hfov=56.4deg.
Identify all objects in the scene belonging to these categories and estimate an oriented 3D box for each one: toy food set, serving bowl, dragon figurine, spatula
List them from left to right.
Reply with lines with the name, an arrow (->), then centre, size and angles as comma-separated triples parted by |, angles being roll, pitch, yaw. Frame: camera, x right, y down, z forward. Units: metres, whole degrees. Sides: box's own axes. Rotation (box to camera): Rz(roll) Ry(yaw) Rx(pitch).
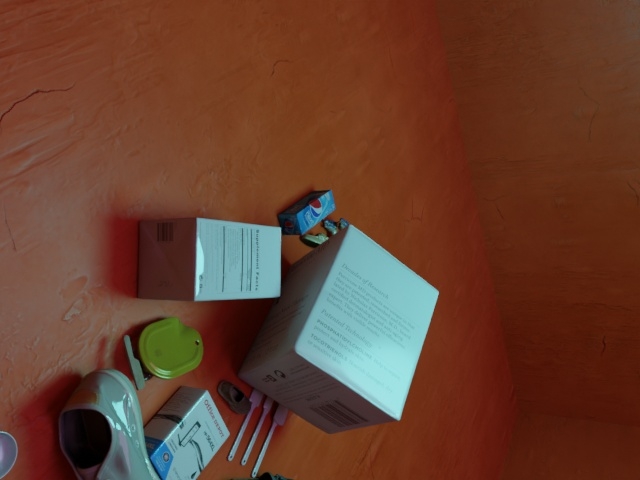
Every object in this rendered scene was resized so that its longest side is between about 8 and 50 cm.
serving bowl -> -0.557, 0.362, 1.003 | 0.083, 0.027, 0.083 | 2, 88, -57
toy food set -> -0.356, 0.247, 1.298 | 0.218, 0.071, 0.128 | -12, 75, -59
spatula -> -0.163, 0.508, 1.625 | 0.168, 0.019, 0.242 | 57, 44, -41
dragon figurine -> 0.091, 0.046, 1.976 | 0.289, 0.085, 0.144 | 52, 48, -42

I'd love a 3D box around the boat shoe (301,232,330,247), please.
boat shoe -> 0.000, 0.000, 1.849 | 0.135, 0.050, 0.045 | 19, 68, -34

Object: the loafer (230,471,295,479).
loafer -> -0.146, 0.654, 1.577 | 0.267, 0.096, 0.084 | 13, 78, -54

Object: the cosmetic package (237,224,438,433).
cosmetic package -> 0.050, 0.246, 1.584 | 0.327, 0.329, 0.393 | 36, 53, -14

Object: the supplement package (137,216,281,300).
supplement package -> -0.245, 0.046, 1.365 | 0.293, 0.178, 0.175 | 6, 84, -58

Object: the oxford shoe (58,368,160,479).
oxford shoe -> -0.388, 0.470, 1.129 | 0.130, 0.169, 0.449 | -34, 111, -72

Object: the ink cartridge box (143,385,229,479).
ink cartridge box -> -0.312, 0.449, 1.330 | 0.203, 0.086, 0.148 | -49, 128, -46

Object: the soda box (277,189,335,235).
soda box -> -0.038, -0.086, 1.792 | 0.210, 0.071, 0.067 | -41, 123, -50

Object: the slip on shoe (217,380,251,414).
slip on shoe -> -0.211, 0.405, 1.529 | 0.135, 0.041, 0.051 | 60, 42, -35
